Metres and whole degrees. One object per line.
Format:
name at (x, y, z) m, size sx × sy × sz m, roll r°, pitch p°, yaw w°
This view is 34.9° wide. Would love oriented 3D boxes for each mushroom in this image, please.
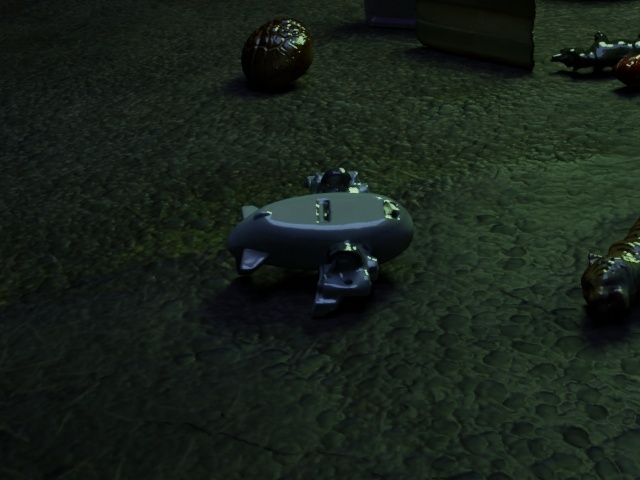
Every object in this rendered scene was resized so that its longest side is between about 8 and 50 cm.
mushroom at (-0.061, -0.273, 1.476) m, size 0.109 × 0.085 × 0.126 m, roll -14°, pitch 39°, yaw -18°

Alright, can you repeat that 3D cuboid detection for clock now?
clock at (0.166, -0.419, 1.641) m, size 0.197 × 0.150 × 0.063 m, roll 10°, pitch 34°, yaw 30°

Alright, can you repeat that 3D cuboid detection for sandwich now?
sandwich at (0.220, -0.322, 1.474) m, size 0.187 × 0.117 × 0.144 m, roll 2°, pitch 25°, yaw 14°

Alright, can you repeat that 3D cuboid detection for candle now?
candle at (0.528, -0.257, 1.362) m, size 0.329 × 0.048 × 0.051 m, roll -17°, pitch -12°, yaw -20°

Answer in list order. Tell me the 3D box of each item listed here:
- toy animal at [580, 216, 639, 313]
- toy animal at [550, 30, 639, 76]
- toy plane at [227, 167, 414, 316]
toy animal at (0.311, 0.001, 0.890) m, size 0.099 × 0.056 × 0.241 m, roll 13°, pitch 34°, yaw 34°
toy animal at (0.382, -0.253, 1.383) m, size 0.136 × 0.047 × 0.065 m, roll 0°, pitch 29°, yaw 11°
toy plane at (0.000, -0.002, 0.942) m, size 0.174 × 0.080 × 0.174 m, roll -3°, pitch 45°, yaw 3°
